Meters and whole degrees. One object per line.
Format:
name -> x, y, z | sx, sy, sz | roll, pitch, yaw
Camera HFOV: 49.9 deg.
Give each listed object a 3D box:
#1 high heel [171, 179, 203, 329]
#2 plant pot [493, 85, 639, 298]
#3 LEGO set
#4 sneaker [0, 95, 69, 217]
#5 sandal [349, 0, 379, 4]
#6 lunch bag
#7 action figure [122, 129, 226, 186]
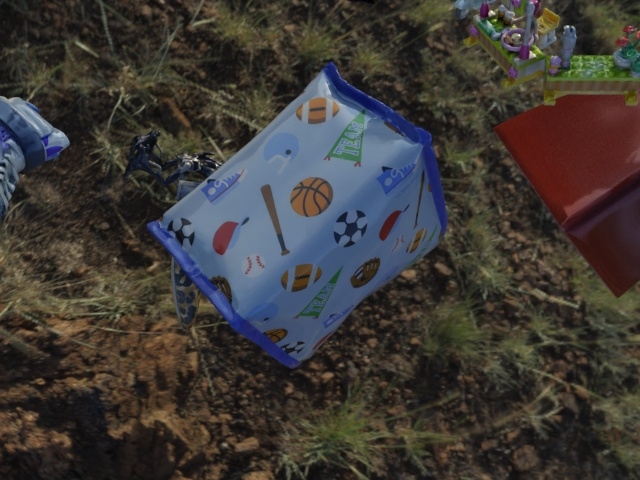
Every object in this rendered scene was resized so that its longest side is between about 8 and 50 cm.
high heel -> -0.156, 0.028, 1.178 | 0.186, 0.093, 0.261 | 4, 92, -5
plant pot -> 0.493, -0.112, 1.151 | 0.267, 0.236, 0.267 | 37, 24, -42
LEGO set -> 0.255, -0.223, 0.714 | 0.287, 0.107, 0.132 | 36, 69, 29
sneaker -> -0.562, -0.138, 1.241 | 0.236, 0.130, 0.323 | -17, 59, -27
sandal -> 0.060, -0.547, 1.411 | 0.446, 0.167, 0.107 | -32, 137, -61
lunch bag -> 0.000, 0.000, 0.972 | 0.328, 0.385, 0.239 | -42, 61, -3
action figure -> -0.288, -0.131, 1.499 | 0.276, 0.141, 0.164 | 23, 34, -28
